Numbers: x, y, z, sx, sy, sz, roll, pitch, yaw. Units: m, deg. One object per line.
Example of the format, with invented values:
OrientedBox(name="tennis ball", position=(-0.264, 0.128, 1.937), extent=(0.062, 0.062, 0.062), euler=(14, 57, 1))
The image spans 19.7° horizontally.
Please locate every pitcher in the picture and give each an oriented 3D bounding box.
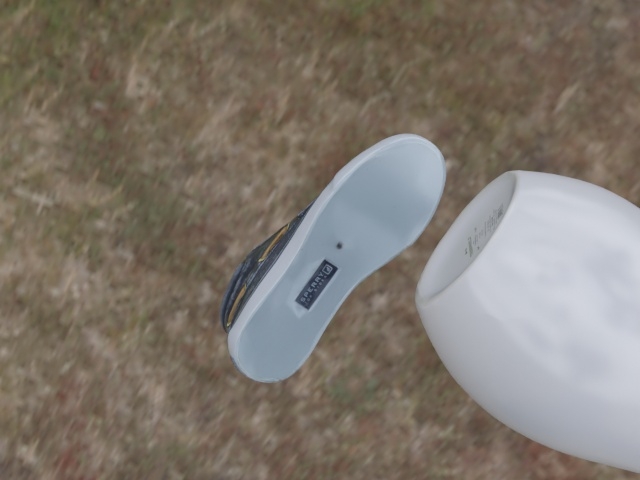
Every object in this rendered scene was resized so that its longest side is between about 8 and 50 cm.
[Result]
OrientedBox(name="pitcher", position=(0.153, 0.050, 0.946), extent=(0.207, 0.125, 0.178), euler=(36, 16, -11))

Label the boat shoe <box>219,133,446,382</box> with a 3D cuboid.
OrientedBox(name="boat shoe", position=(0.000, 0.000, 1.156), extent=(0.065, 0.083, 0.183), euler=(39, 95, -21))
